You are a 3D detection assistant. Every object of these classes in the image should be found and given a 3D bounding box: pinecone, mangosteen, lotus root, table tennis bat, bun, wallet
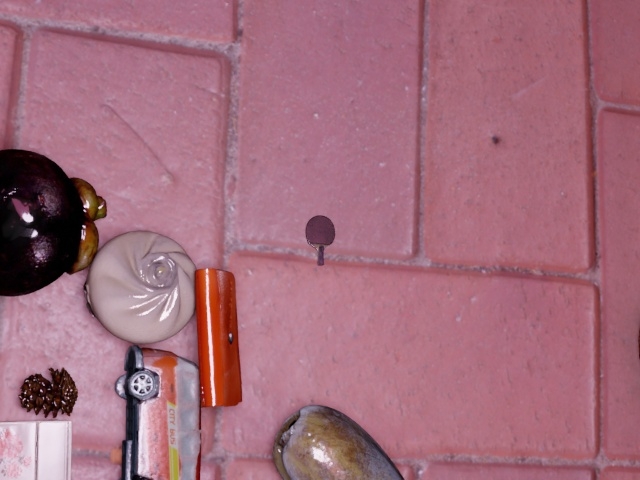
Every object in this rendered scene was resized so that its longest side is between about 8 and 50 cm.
[{"bbox_3d":[-0.395,0.224,1.444,0.083,0.077,0.077,-14,86,-7],"label":"pinecone"},{"bbox_3d":[-0.411,-0.028,1.427,0.250,0.211,0.211,-7,83,-48],"label":"mangosteen"},{"bbox_3d":[0.064,0.381,1.511,0.322,0.158,0.140,45,70,-11],"label":"lotus root"},{"bbox_3d":[0.000,0.000,1.626,0.050,0.007,0.083,2,80,-16],"label":"table tennis bat"},{"bbox_3d":[-0.254,0.063,1.463,0.173,0.120,0.172,14,60,-26],"label":"bun"},{"bbox_3d":[-0.150,0.147,1.494,0.045,0.142,0.204,-5,83,10],"label":"wallet"}]

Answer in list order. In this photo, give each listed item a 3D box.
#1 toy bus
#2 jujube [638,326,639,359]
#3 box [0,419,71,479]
[{"bbox_3d":[-0.238,0.288,1.461,0.120,0.121,0.265,3,79,-20],"label":"toy bus"},{"bbox_3d":[0.626,0.186,1.711,0.168,0.168,0.236,15,93,-13],"label":"jujube"},{"bbox_3d":[-0.462,0.316,1.434,0.198,0.029,0.109,2,82,-15],"label":"box"}]
